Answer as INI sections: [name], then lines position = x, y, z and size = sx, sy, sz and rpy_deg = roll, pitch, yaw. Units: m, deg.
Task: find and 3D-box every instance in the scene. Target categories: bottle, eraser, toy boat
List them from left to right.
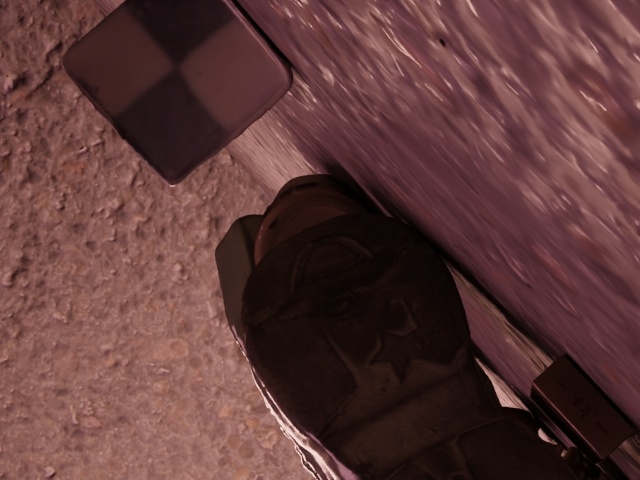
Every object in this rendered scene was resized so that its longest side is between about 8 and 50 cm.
[eraser]
position = -0.111, -0.118, 0.870
size = 0.096, 0.098, 0.404
rpy_deg = 50, 177, -14
[bottle]
position = 0.000, -0.001, 0.951
size = 0.099, 0.099, 0.152
rpy_deg = 48, -175, -6
[toy boat]
position = 0.178, 0.184, 1.115
size = 0.072, 0.064, 0.206
rpy_deg = 27, 175, 18

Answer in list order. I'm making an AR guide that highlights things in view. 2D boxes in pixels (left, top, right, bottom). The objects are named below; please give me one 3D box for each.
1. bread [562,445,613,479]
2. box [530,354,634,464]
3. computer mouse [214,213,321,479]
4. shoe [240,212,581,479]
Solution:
[bread]
position = 0.175, 0.230, 0.898
size = 0.127, 0.152, 0.147
rpy_deg = 46, 168, 20
[box]
position = 0.136, 0.091, 0.676
size = 0.053, 0.024, 0.083
rpy_deg = 47, 176, 13
[computer mouse]
position = 0.063, 0.140, 1.164
size = 0.429, 0.145, 0.228
rpy_deg = 58, -168, -21
[shoe]
position = 0.061, 0.144, 0.771
size = 0.342, 0.132, 0.210
rpy_deg = 58, 170, 42
